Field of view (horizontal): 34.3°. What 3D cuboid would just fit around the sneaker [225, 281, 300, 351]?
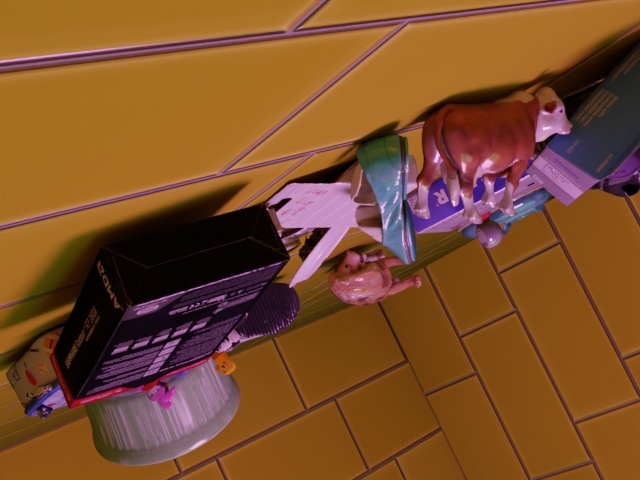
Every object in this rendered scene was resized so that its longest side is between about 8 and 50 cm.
[{"bbox_3d":[-0.204,0.182,2.356,0.330,0.123,0.146,-23,-170,-30],"label":"sneaker"}]

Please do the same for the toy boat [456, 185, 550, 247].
[{"bbox_3d":[0.444,-0.065,2.611,0.267,0.148,0.318,-30,172,28],"label":"toy boat"}]

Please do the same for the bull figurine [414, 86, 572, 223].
[{"bbox_3d":[0.249,-0.130,1.504,0.310,0.189,0.101,-8,-161,-44],"label":"bull figurine"}]

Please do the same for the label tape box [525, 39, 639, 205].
[{"bbox_3d":[0.466,-0.195,1.655,0.241,0.106,0.334,-48,174,-3],"label":"label tape box"}]

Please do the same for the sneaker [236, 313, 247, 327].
[{"bbox_3d":[-0.270,0.137,1.654,0.290,0.123,0.106,-26,160,-13],"label":"sneaker"}]

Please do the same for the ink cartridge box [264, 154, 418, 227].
[{"bbox_3d":[0.008,-0.071,1.548,0.224,0.056,0.181,1,160,-30],"label":"ink cartridge box"}]

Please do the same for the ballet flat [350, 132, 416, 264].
[{"bbox_3d":[0.087,-0.056,1.467,0.087,0.083,0.247,-4,140,6],"label":"ballet flat"}]

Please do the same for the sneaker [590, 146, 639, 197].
[{"bbox_3d":[0.555,-0.123,2.024,0.107,0.124,0.283,-43,176,-8],"label":"sneaker"}]

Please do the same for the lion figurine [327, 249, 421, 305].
[{"bbox_3d":[0.105,0.101,2.680,0.240,0.142,0.392,-16,175,-14],"label":"lion figurine"}]

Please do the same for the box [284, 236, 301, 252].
[{"bbox_3d":[-0.131,0.042,1.834,0.114,0.036,0.207,-20,171,-35],"label":"box"}]

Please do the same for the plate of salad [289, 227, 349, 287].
[{"bbox_3d":[0.000,0.000,1.850,0.200,0.048,0.200,-50,175,-6],"label":"plate of salad"}]

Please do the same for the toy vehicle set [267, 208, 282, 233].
[{"bbox_3d":[-0.197,0.033,1.496,0.266,0.035,0.166,-20,171,-22],"label":"toy vehicle set"}]

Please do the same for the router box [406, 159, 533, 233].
[{"bbox_3d":[0.363,-0.126,2.162,0.335,0.082,0.301,-28,172,17],"label":"router box"}]

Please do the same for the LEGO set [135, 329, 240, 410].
[{"bbox_3d":[-0.211,0.219,1.849,0.227,0.093,0.087,-40,-179,20],"label":"LEGO set"}]

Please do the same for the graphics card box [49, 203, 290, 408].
[{"bbox_3d":[-0.214,0.096,1.392,0.232,0.094,0.371,-16,162,-30],"label":"graphics card box"}]

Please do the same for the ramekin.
[{"bbox_3d":[-0.322,0.287,2.030,0.303,0.148,0.303,-13,-155,6],"label":"ramekin"}]

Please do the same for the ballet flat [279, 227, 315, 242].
[{"bbox_3d":[-0.061,-0.018,1.687,0.114,0.041,0.041,-24,173,-13],"label":"ballet flat"}]

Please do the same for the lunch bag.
[{"bbox_3d":[-0.378,0.194,1.781,0.303,0.115,0.243,-20,169,-44],"label":"lunch bag"}]

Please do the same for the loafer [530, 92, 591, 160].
[{"bbox_3d":[0.482,-0.214,1.879,0.268,0.102,0.092,-26,167,-4],"label":"loafer"}]
